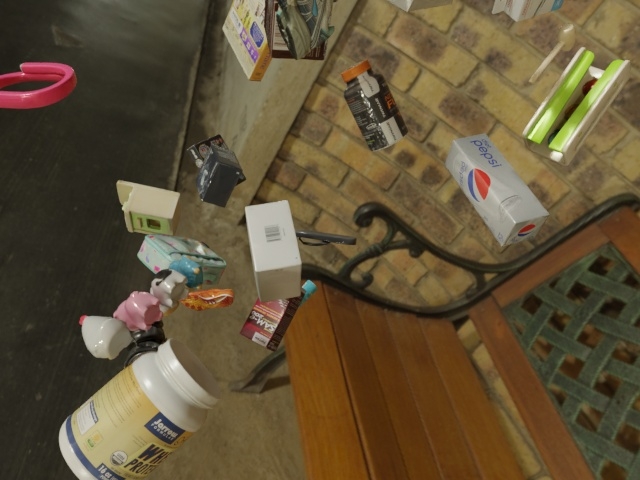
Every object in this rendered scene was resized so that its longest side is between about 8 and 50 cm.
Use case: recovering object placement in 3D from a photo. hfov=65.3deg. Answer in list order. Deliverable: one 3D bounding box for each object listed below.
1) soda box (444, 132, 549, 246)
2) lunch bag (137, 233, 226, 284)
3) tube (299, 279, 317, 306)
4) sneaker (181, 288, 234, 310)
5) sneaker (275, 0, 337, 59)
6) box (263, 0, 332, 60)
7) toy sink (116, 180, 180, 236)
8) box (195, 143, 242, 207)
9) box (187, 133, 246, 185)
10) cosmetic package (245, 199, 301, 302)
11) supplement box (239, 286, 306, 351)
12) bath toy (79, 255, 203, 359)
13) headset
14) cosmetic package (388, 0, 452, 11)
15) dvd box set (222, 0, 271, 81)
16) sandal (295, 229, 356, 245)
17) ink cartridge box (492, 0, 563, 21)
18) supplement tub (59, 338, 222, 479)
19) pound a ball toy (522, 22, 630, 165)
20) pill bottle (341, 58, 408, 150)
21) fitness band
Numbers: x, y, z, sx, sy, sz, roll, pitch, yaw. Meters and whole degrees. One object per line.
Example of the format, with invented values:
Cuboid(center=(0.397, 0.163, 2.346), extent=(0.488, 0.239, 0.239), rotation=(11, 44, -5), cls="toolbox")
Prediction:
Cuboid(center=(0.416, -0.128, 1.205), extent=(0.098, 0.091, 0.286), rotation=(-13, 55, -14), cls="soda box")
Cuboid(center=(-0.479, 0.069, 1.775), extent=(0.224, 0.108, 0.279), rotation=(31, 12, 34), cls="lunch bag")
Cuboid(center=(-0.098, 0.241, 1.898), extent=(0.052, 0.080, 0.207), rotation=(37, 74, 27), cls="tube")
Cuboid(center=(-0.375, 0.193, 1.659), extent=(0.175, 0.064, 0.067), rotation=(2, 21, -11), cls="sneaker")
Cuboid(center=(-0.033, -0.492, 0.970), extent=(0.122, 0.283, 0.110), rotation=(-29, 70, -6), cls="sneaker")
Cuboid(center=(-0.072, -0.660, 1.474), extent=(0.167, 0.168, 0.203), rotation=(-2, 49, -12), cls="box")
Cuboid(center=(-0.655, -0.110, 1.871), extent=(0.234, 0.153, 0.131), rotation=(12, 58, -8), cls="toy sink")
Cuboid(center=(-0.357, -0.226, 1.737), extent=(0.093, 0.156, 0.158), rotation=(16, 26, -32), cls="box")
Cuboid(center=(-0.512, -0.375, 2.490), extent=(0.270, 0.060, 0.216), rotation=(60, 35, -10), cls="box")
Cuboid(center=(-0.144, 0.038, 1.531), extent=(0.138, 0.225, 0.224), rotation=(-10, 60, -7), cls="cosmetic package")
Cuboid(center=(-0.165, 0.250, 1.744), extent=(0.130, 0.239, 0.073), rotation=(20, -13, 30), cls="supplement box")
Cuboid(center=(-0.452, 0.165, 1.260), extent=(0.129, 0.151, 0.348), rotation=(24, 36, 19), cls="bath toy")
Cuboid(center=(-0.522, 0.330, 1.565), extent=(0.185, 0.394, 0.243), rotation=(-20, 42, -8), cls="headset")
Cuboid(center=(0.254, -0.752, 1.354), extent=(0.217, 0.156, 0.385), rotation=(38, 41, 12), cls="cosmetic package")
Cuboid(center=(-0.217, -0.854, 1.840), extent=(0.062, 0.420, 0.307), rotation=(-8, 60, -39), cls="dvd box set")
Cuboid(center=(0.000, 0.000, 1.787), extent=(0.254, 0.054, 0.097), rotation=(9, 8, 15), cls="sandal")
Cuboid(center=(0.534, -0.622, 1.255), extent=(0.180, 0.104, 0.060), rotation=(-22, 58, -13), cls="ink cartridge box")
Cuboid(center=(-0.417, 0.410, 1.187), extent=(0.228, 0.316, 0.228), rotation=(48, -7, 7), cls="supplement tub")
Cuboid(center=(0.653, -0.383, 1.325), extent=(0.208, 0.319, 0.136), rotation=(36, 5, 33), cls="pound a ball toy")
Cuboid(center=(0.151, -0.396, 1.457), extent=(0.246, 0.130, 0.130), rotation=(61, 31, -18), cls="pill bottle")
Cuboid(center=(-0.858, -0.457, 1.465), extent=(0.291, 0.054, 0.209), rotation=(5, 42, 12), cls="fitness band")
